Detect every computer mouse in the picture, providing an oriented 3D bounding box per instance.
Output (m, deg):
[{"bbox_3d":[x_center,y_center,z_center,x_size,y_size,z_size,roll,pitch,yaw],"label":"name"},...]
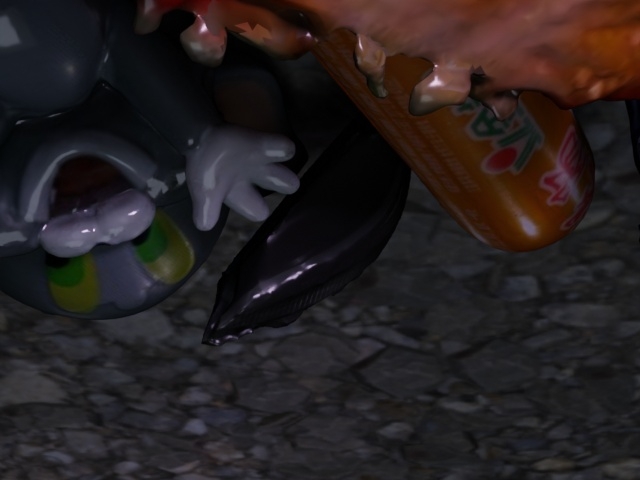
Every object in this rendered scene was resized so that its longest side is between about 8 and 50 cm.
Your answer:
[{"bbox_3d":[0.000,0.000,0.795,0.047,0.135,0.079,42,152,-3],"label":"computer mouse"}]

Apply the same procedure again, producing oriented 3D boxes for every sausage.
[{"bbox_3d":[0.053,-0.061,0.754,0.071,0.071,0.234,-16,144,24],"label":"sausage"}]

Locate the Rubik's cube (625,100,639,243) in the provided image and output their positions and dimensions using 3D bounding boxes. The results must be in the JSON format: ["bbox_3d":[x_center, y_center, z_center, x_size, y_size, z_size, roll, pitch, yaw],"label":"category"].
[{"bbox_3d":[0.308,0.025,0.694,0.293,0.283,0.288,-26,138,36],"label":"Rubik's cube"}]

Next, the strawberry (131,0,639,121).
[{"bbox_3d":[0.052,-0.168,0.531,0.253,0.150,0.280,-3,143,-21],"label":"strawberry"}]

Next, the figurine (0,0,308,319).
[{"bbox_3d":[-0.121,-0.054,0.713,0.193,0.140,0.265,-28,130,1],"label":"figurine"}]
